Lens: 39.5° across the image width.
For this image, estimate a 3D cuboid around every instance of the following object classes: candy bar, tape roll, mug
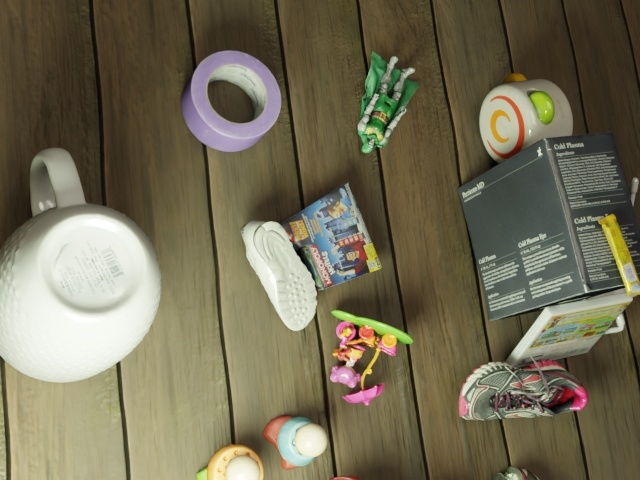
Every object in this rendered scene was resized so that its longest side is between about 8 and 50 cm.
[{"bbox_3d":[0.571,0.029,1.693,0.040,0.018,0.161,-16,84,-23],"label":"candy bar"},{"bbox_3d":[-0.180,-0.280,1.797,0.189,0.080,0.189,7,72,-23],"label":"tape roll"},{"bbox_3d":[-0.412,0.032,1.466,0.276,0.328,0.374,-11,80,-26],"label":"mug"}]

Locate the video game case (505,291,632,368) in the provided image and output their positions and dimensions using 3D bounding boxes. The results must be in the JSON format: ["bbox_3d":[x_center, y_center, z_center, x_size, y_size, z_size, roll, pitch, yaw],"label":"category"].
[{"bbox_3d":[0.532,0.194,1.917,0.227,0.206,0.026,-7,53,-25],"label":"video game case"}]

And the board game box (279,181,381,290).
[{"bbox_3d":[0.000,0.000,1.810,0.194,0.060,0.194,-18,84,-26],"label":"board game box"}]

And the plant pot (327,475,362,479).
[{"bbox_3d":[0.056,0.529,1.586,0.174,0.191,0.191,47,60,-35],"label":"plant pot"}]

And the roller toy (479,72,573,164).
[{"bbox_3d":[0.467,-0.267,2.020,0.146,0.209,0.191,-14,120,-26],"label":"roller toy"}]

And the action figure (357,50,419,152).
[{"bbox_3d":[0.138,-0.290,1.954,0.137,0.063,0.232,28,70,-18],"label":"action figure"}]

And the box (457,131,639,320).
[{"bbox_3d":[0.478,-0.022,1.868,0.179,0.343,0.313,-9,80,-24],"label":"box"}]

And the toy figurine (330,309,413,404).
[{"bbox_3d":[0.076,0.240,1.760,0.173,0.130,0.159,20,77,6],"label":"toy figurine"}]

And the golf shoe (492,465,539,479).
[{"bbox_3d":[0.435,0.592,1.797,0.120,0.105,0.273,15,56,-41],"label":"golf shoe"}]

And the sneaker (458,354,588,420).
[{"bbox_3d":[0.420,0.317,1.855,0.299,0.112,0.121,-7,113,-24],"label":"sneaker"}]

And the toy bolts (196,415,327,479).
[{"bbox_3d":[-0.072,0.424,1.603,0.228,0.158,0.218,-38,93,-27],"label":"toy bolts"}]

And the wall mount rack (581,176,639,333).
[{"bbox_3d":[0.680,0.039,2.061,0.350,0.130,0.304,-20,84,-28],"label":"wall mount rack"}]

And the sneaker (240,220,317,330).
[{"bbox_3d":[-0.083,0.067,1.745,0.090,0.095,0.235,-30,108,-32],"label":"sneaker"}]
